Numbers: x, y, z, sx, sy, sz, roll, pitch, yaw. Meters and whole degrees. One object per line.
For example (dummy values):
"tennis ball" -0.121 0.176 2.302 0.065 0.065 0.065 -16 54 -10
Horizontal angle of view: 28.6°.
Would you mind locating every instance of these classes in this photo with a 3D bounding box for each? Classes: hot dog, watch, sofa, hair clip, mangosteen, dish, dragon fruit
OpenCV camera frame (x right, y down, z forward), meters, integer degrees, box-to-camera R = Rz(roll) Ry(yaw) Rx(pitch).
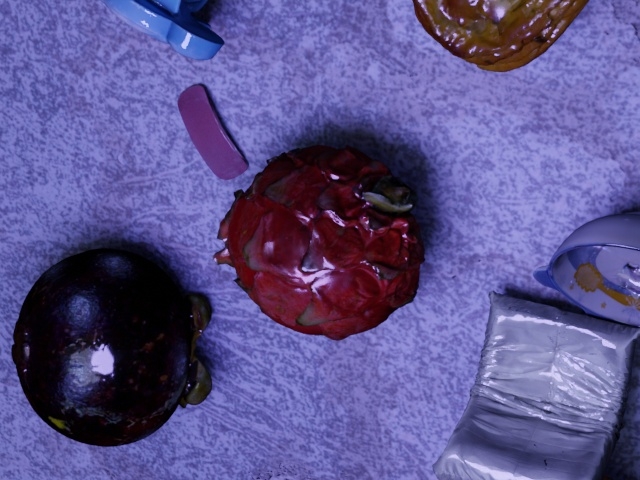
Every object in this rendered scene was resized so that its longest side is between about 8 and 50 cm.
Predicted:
"hot dog" 0.221 -0.320 1.414 0.196 0.122 0.272 43 122 3
"watch" -0.174 -0.347 1.548 0.211 0.211 0.193 35 106 7
"sofa" 0.270 0.208 1.544 0.210 0.225 0.176 16 130 20
"hair clip" -0.149 -0.144 1.701 0.054 0.022 0.137 -23 100 32
"mangosteen" -0.284 0.148 1.752 0.288 0.288 0.288 9 114 20
"dish" 0.382 0.030 1.496 0.236 0.086 0.228 18 155 12
"dragon fruit" 0.000 0.000 1.581 0.299 0.244 0.244 12 117 44

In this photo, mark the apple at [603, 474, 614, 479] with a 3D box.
"apple" 0.311 0.421 1.615 0.254 0.253 0.253 9 114 20
